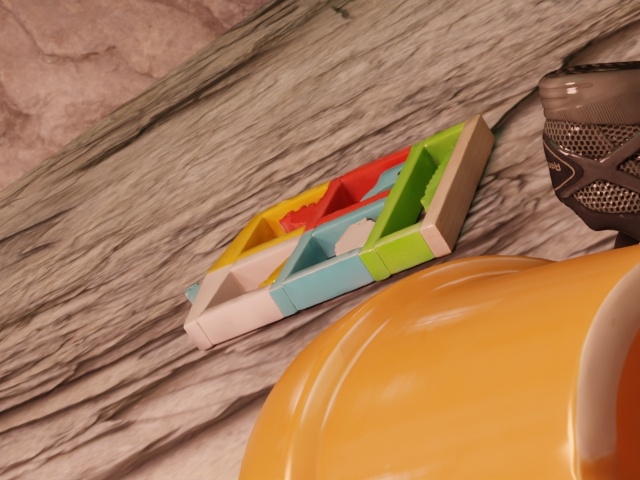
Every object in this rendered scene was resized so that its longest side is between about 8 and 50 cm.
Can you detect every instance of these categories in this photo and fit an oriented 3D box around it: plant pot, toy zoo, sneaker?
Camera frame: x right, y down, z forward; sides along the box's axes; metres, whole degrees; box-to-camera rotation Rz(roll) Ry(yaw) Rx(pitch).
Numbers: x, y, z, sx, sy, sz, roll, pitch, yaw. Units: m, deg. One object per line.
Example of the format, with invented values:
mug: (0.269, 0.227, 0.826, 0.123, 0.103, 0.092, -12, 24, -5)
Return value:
plant pot: (0.095, 0.087, 0.478, 0.205, 0.205, 0.188, -44, 0, -28)
toy zoo: (0.000, 0.000, 1.217, 0.293, 0.030, 0.192, -22, 21, 29)
sneaker: (0.247, -0.047, 0.859, 0.228, 0.130, 0.087, -6, 13, -4)
